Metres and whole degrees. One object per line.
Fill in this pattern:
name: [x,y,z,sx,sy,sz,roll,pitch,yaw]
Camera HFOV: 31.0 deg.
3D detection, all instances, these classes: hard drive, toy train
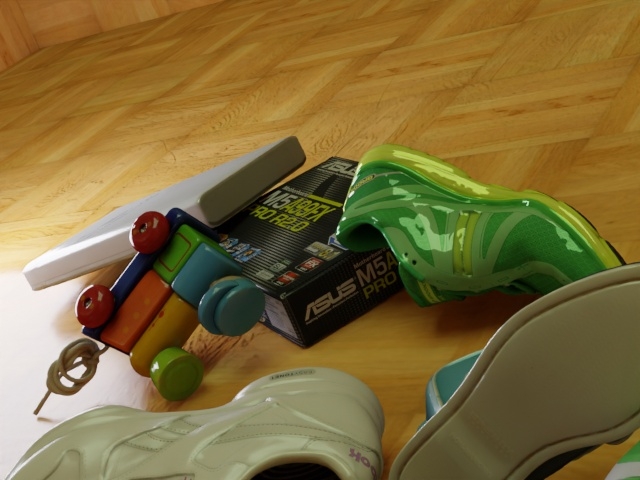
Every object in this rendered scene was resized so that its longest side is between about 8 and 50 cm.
hard drive: [-0.186,-0.030,1.361,0.307,0.040,0.203,-18,14,38]
toy train: [-0.162,0.104,1.075,0.248,0.105,0.143,-53,46,2]

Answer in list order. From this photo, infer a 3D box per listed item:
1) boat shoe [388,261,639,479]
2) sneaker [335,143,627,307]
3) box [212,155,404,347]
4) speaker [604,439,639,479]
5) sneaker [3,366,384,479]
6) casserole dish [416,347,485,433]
boat shoe: [0.138,0.094,0.690,0.079,0.095,0.254,-27,-24,-51]
sneaker: [0.135,0.013,0.977,0.295,0.109,0.123,23,78,41]
box: [0.000,0.000,1.187,0.216,0.060,0.270,-31,23,-19]
speaker: [0.266,0.100,0.621,0.296,0.131,0.131,-36,26,-32]
sneaker: [-0.102,0.177,0.791,0.305,0.114,0.152,-20,20,5]
casserole dish: [0.154,0.103,0.837,0.188,0.037,0.114,-21,21,3]
